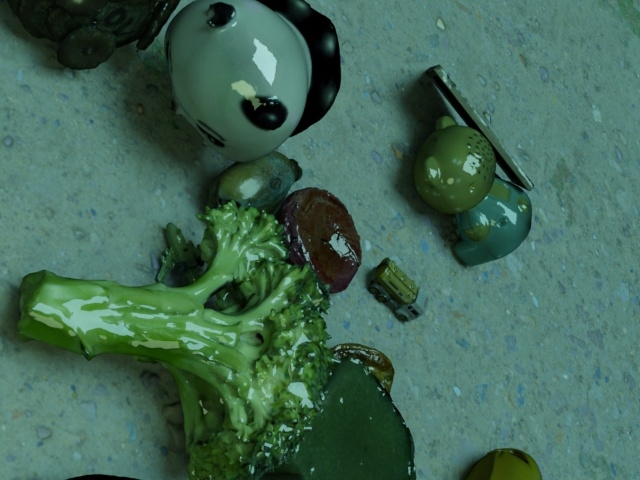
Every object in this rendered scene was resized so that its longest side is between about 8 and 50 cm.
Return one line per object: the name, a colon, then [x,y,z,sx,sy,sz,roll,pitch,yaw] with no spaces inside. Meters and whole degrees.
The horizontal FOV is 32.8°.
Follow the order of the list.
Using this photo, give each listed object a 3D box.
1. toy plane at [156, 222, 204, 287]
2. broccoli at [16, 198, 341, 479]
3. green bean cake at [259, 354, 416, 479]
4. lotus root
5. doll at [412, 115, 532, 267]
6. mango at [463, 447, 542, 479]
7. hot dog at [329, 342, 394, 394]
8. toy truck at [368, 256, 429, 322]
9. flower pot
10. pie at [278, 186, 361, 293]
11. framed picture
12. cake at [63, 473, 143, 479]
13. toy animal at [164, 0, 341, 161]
toy plane: [-0.194,0.025,1.552,0.102,0.040,0.111,-19,89,-39]
broccoli: [-0.167,0.160,1.390,0.397,0.275,0.353,-11,49,-48]
green bean cake: [0.024,0.306,1.575,0.227,0.125,0.222,-46,110,-36]
lotus root: [-0.095,-0.082,1.660,0.088,0.113,0.192,35,40,18]
doll: [0.277,-0.095,2.027,0.261,0.161,0.177,48,45,-24]
mango: [0.308,0.448,1.837,0.167,0.130,0.262,55,37,-18]
hot dog: [0.063,0.218,1.723,0.147,0.065,0.099,34,64,-34]
toy truck: [0.135,0.084,1.863,0.123,0.063,0.052,44,45,-25]
flower pot: [-0.305,-0.397,1.494,0.302,0.213,0.302,23,56,-39]
pie: [0.000,0.000,1.767,0.182,0.049,0.182,29,51,-42]
framed picture: [0.305,-0.220,2.098,0.289,0.020,0.211,51,5,-5]
cake: [-0.247,0.384,1.242,0.207,0.185,0.178,-4,113,-67]
toy animal: [-0.101,-0.252,1.583,0.251,0.251,0.310,60,16,-8]
